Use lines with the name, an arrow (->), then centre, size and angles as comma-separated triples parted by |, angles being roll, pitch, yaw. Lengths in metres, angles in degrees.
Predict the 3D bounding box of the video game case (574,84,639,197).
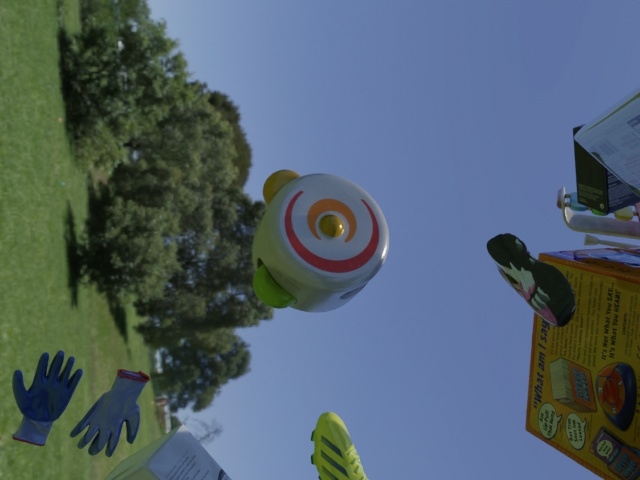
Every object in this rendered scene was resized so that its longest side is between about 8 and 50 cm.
video game case -> 0.263, -0.033, 0.433 | 0.173, 0.022, 0.190 | 45, 7, 7

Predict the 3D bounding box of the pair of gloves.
pair of gloves -> -0.357, 0.242, 0.935 | 0.159, 0.198, 0.023 | -64, -158, 11

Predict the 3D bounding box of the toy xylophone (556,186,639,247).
toy xylophone -> 0.739, -0.053, 1.543 | 0.236, 0.323, 0.081 | -63, 156, -64

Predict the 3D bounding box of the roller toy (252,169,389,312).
roller toy -> 0.000, 0.000, 0.969 | 0.146, 0.191, 0.209 | 125, -32, -61

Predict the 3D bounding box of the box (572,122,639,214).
box -> 0.700, -0.191, 1.401 | 0.103, 0.261, 0.184 | -134, -152, -62

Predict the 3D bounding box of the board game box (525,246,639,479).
board game box -> 0.626, 0.215, 1.109 | 0.356, 0.357, 0.356 | -158, -113, -65

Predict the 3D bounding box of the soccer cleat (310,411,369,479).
soccer cleat -> 0.062, 0.452, 1.153 | 0.121, 0.093, 0.288 | -20, -103, 36

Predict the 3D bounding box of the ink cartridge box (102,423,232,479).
ink cartridge box -> -0.257, 0.531, 1.196 | 0.223, 0.129, 0.307 | -37, -84, 30

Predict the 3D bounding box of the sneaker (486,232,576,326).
sneaker -> 0.339, 0.066, 1.013 | 0.178, 0.072, 0.077 | 62, 5, 37
